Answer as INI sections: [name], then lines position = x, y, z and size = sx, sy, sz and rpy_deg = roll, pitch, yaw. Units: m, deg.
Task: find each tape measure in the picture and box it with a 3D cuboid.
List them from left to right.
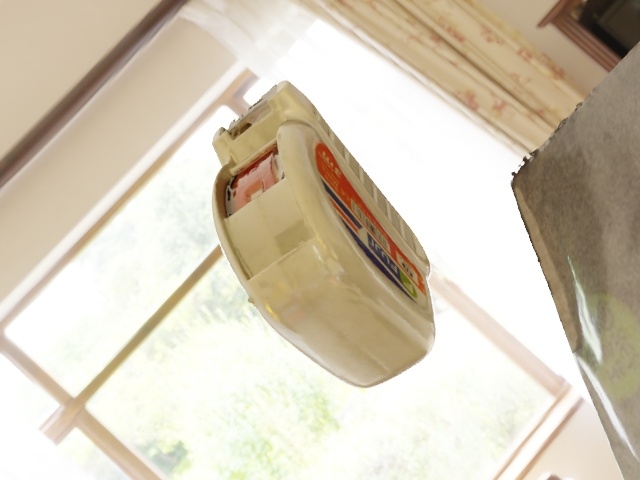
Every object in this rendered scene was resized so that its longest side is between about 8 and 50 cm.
[tape measure]
position = 0.000, 0.000, 0.752
size = 0.130, 0.258, 0.265
rpy_deg = -31, 26, 19

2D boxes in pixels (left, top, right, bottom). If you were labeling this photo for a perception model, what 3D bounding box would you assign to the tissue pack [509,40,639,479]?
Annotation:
[tissue pack]
position = 0.288, -0.021, 0.440
size = 0.124, 0.288, 0.394
rpy_deg = -6, -23, -20
